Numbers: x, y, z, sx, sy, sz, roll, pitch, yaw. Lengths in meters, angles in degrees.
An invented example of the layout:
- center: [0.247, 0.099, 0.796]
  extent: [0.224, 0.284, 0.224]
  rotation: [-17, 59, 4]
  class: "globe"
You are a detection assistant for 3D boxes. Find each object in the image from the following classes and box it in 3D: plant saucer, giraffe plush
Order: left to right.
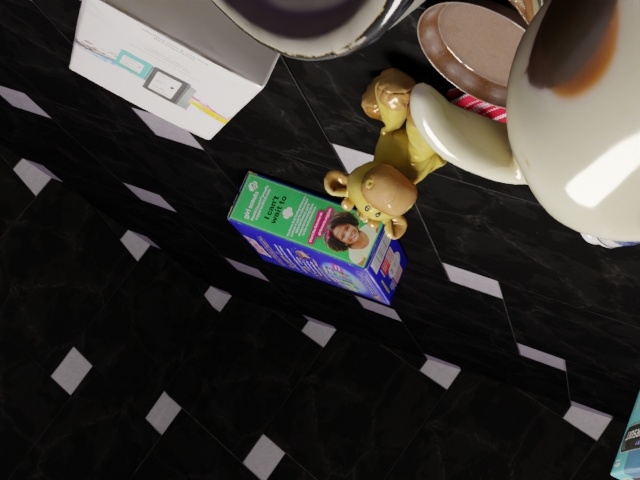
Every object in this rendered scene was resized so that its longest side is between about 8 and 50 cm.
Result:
- center: [0.098, -0.101, 1.255]
  extent: [0.181, 0.170, 0.210]
  rotation: [36, 176, 10]
  class: "giraffe plush"
- center: [0.185, -0.206, 1.033]
  extent: [0.168, 0.029, 0.168]
  rotation: [30, 161, 11]
  class: "plant saucer"

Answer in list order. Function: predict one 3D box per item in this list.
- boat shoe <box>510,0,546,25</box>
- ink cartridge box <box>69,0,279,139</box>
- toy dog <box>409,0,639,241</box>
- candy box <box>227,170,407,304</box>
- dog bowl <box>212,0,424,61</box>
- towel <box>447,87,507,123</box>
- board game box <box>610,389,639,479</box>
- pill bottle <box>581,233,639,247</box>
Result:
- center: [0.177, -0.257, 0.753]
  extent: [0.120, 0.122, 0.324]
  rotation: [52, -177, 37]
  class: "boat shoe"
- center: [-0.142, -0.263, 1.060]
  extent: [0.197, 0.198, 0.270]
  rotation: [27, 167, -14]
  class: "ink cartridge box"
- center: [0.253, -0.171, 0.578]
  extent: [0.395, 0.284, 0.408]
  rotation: [9, 155, 14]
  class: "toy dog"
- center: [0.000, 0.000, 1.982]
  extent: [0.317, 0.122, 0.268]
  rotation: [19, 167, 19]
  class: "candy box"
- center: [-0.011, -0.300, 0.445]
  extent: [0.408, 0.150, 0.408]
  rotation: [52, 158, 30]
  class: "dog bowl"
- center: [0.309, -0.121, 1.182]
  extent: [0.275, 0.031, 0.199]
  rotation: [31, 164, -24]
  class: "towel"
- center: [0.509, 0.168, 1.279]
  extent: [0.079, 0.336, 0.254]
  rotation: [23, 166, 8]
  class: "board game box"
- center: [0.381, -0.025, 1.205]
  extent: [0.067, 0.067, 0.120]
  rotation: [28, 166, -14]
  class: "pill bottle"
